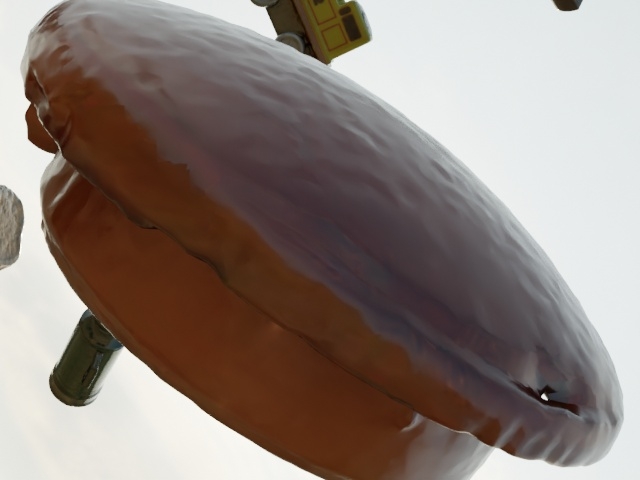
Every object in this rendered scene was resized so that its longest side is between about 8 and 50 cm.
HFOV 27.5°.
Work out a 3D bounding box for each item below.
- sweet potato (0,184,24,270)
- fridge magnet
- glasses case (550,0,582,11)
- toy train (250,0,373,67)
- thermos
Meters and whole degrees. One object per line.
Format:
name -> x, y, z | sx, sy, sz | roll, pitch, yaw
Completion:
sweet potato -> -0.385, 0.023, 1.341 | 0.252, 0.097, 0.097 | -33, -87, 35
fridge magnet -> 0.000, 0.000, 0.687 | 0.364, 0.155, 0.363 | 34, 12, -8
glasses case -> 0.237, -0.332, 1.397 | 0.042, 0.072, 0.190 | 14, -24, 46
toy train -> -0.014, -0.298, 1.677 | 0.089, 0.127, 0.219 | -63, 130, -80
thermos -> -0.302, 0.145, 1.716 | 0.073, 0.083, 0.187 | 43, -44, 8
